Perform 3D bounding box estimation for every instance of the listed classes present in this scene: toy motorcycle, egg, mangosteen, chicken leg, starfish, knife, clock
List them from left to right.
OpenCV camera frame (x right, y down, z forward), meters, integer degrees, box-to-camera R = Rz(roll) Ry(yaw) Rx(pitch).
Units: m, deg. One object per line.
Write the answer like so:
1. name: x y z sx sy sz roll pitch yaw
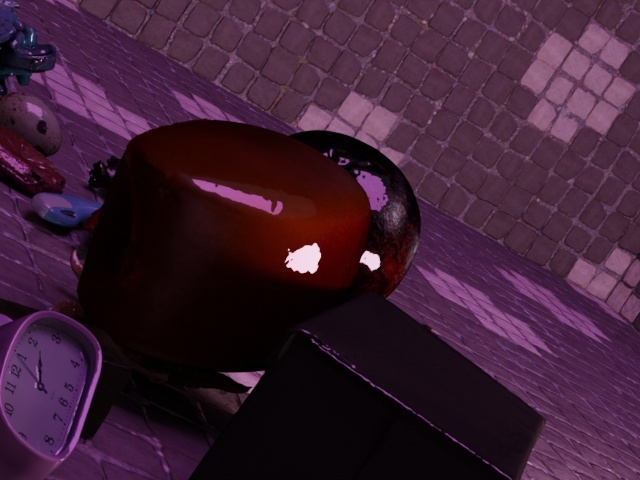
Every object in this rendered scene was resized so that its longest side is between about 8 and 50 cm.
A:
1. toy motorcycle: -0.536 -0.310 2.377 0.206 0.154 0.260 -4 23 -34
2. clock: -0.245 0.120 1.259 0.110 0.050 0.152 38 38 -24
3. egg: -0.417 -0.162 2.167 0.110 0.085 0.085 44 9 -7
4. knife: -0.324 -0.035 2.012 0.064 0.031 0.222 38 8 13
5. starfish: -0.203 0.098 1.677 0.277 0.062 0.236 41 13 20
6. chicken leg: -0.253 -0.068 2.294 0.234 0.063 0.105 29 16 -32
7. mangosteen: -0.005 -0.009 2.232 0.300 0.300 0.300 32 10 -7

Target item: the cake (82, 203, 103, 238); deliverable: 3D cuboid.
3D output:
1. cake: -0.189 -0.014 1.992 0.177 0.151 0.283 50 6 -8

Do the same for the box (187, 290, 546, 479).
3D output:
1. box: 0.058 0.213 1.518 0.251 0.204 0.345 35 11 10

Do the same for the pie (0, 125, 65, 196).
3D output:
1. pie: -0.410 -0.108 2.065 0.153 0.038 0.153 34 11 -7

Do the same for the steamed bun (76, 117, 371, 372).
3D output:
1. steamed bun: -0.084 0.008 1.650 0.248 0.235 0.379 24 14 10

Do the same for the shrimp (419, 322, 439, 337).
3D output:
1. shrimp: 0.158 0.220 1.994 0.062 0.154 0.294 -3 32 -19

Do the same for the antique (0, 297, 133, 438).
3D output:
1. antique: -0.285 0.102 1.366 0.221 0.080 0.081 22 14 -40
